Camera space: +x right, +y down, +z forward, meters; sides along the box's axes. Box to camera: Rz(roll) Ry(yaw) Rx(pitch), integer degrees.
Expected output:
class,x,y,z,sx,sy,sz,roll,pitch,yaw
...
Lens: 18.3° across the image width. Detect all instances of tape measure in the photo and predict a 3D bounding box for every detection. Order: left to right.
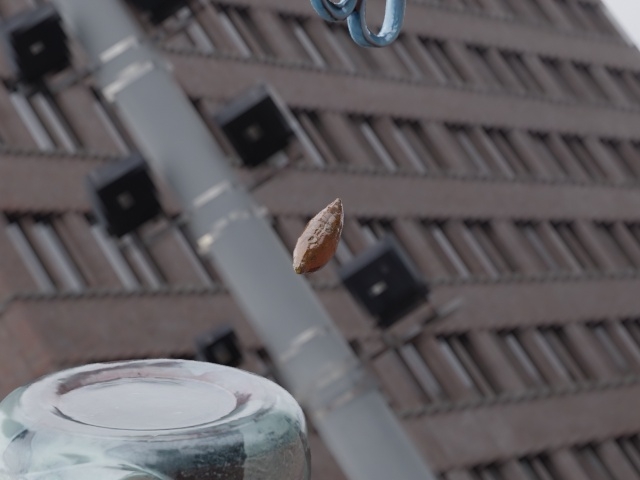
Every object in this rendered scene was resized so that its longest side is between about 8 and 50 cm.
class,x,y,z,sx,sy,sz,roll,pitch,yaw
tape measure,-0.143,0.190,1.562,0.275,0.256,0.147,-9,-73,-39

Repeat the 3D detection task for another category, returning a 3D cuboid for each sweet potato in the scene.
class,x,y,z,sx,sy,sz,roll,pitch,yaw
sweet potato,0.000,0.000,1.646,0.095,0.034,0.034,-57,0,-41

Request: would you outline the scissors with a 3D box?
class,x,y,z,sx,sy,sz,roll,pitch,yaw
scissors,0.048,-0.287,1.597,0.030,0.256,0.125,3,-15,34
